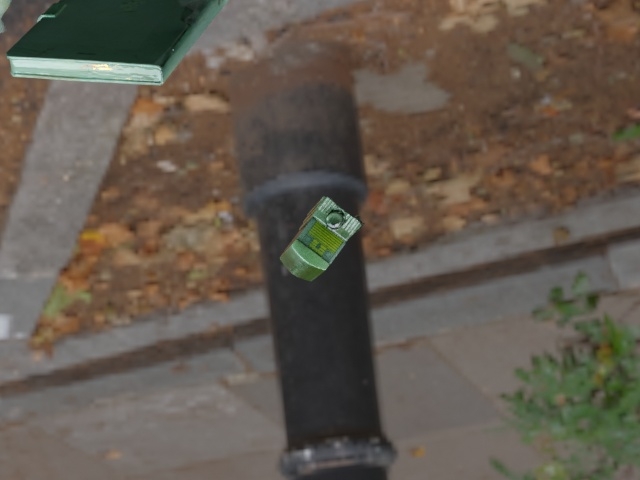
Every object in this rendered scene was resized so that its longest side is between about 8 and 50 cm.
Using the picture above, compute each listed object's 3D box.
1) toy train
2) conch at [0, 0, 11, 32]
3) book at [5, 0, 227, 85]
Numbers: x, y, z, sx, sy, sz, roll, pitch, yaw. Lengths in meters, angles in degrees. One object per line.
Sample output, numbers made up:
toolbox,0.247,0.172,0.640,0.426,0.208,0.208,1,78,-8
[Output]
toy train,0.000,0.000,1.122,0.038,0.056,0.093,36,169,-3
conch,-0.336,-0.216,1.406,0.088,0.065,0.180,-2,180,14
book,-0.121,-0.131,0.891,0.103,0.135,0.017,5,123,14
